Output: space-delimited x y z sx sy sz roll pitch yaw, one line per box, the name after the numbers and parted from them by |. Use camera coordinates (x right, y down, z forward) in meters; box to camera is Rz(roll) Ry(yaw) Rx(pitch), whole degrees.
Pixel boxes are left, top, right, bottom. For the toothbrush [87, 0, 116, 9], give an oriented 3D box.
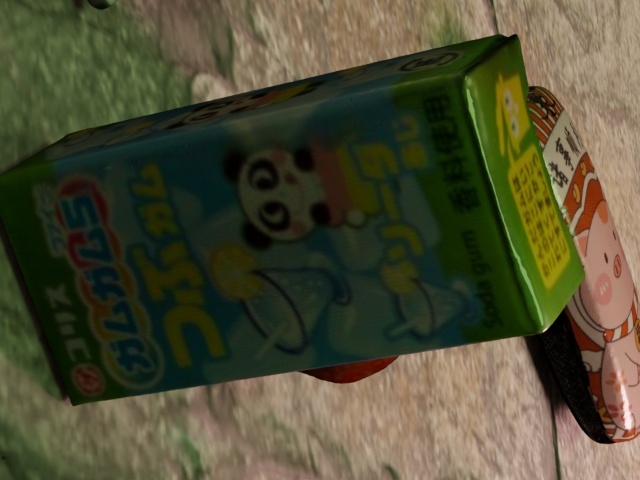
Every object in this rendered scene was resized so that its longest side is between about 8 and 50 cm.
-0.096 -0.219 0.722 0.026 0.022 0.263 25 56 -46 | toothbrush

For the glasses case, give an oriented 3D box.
0.175 0.020 1.144 0.103 0.067 0.266 -62 135 -57 | glasses case

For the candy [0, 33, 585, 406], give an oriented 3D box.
-0.013 -0.004 0.594 0.062 0.194 0.097 -47 122 -60 | candy

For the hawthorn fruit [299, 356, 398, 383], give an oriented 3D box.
0.000 0.000 0.727 0.128 0.128 0.128 39 45 -54 | hawthorn fruit
